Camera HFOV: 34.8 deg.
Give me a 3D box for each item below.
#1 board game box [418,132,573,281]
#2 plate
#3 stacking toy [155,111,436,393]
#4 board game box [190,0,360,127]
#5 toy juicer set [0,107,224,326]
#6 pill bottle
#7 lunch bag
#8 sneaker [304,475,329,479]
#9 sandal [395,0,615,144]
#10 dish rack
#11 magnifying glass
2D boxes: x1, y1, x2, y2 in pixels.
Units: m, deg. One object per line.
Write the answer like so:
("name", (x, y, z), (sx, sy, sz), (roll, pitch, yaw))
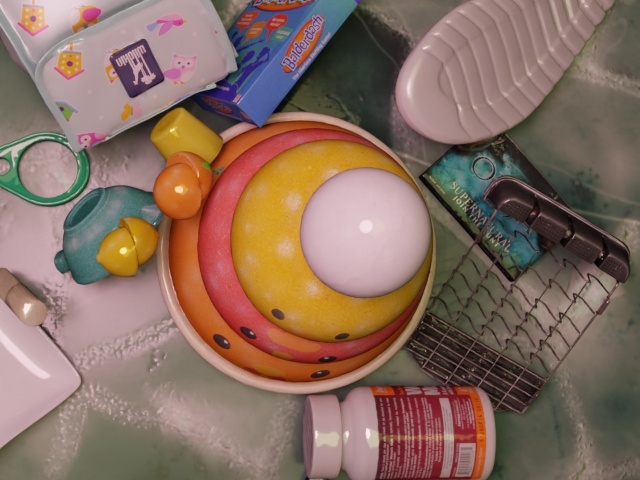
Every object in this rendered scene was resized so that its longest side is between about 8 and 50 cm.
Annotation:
("board game box", (0.236, -0.056, 1.342), (0.126, 0.026, 0.186), (-42, 93, -9))
("plate", (-0.468, 0.146, 1.177), (0.277, 0.045, 0.278), (-40, 93, -30))
("stacking toy", (0.000, 0.000, 1.073), (0.351, 0.480, 0.350), (1, 86, -8))
("board game box", (-0.060, -0.242, 1.243), (0.047, 0.160, 0.210), (43, 79, -33))
("toy juicer set", (-0.230, 0.009, 1.125), (0.329, 0.209, 0.089), (-40, 119, 7))
("pill bottle", (0.094, 0.239, 1.252), (0.221, 0.121, 0.121), (1, 86, -9))
("lunch bag", (-0.242, -0.253, 1.130), (0.223, 0.160, 0.262), (-30, 100, -10))
("sneaker", (-0.004, 0.346, 1.272), (0.069, 0.038, 0.098), (30, 83, -5))
("sandal", (0.246, -0.261, 1.328), (0.416, 0.102, 0.169), (-40, 108, -22))
("dish rack", (0.244, 0.079, 1.297), (0.208, 0.074, 0.271), (31, 106, -4))
("magnifying glass", (-0.400, -0.091, 1.251), (0.231, 0.026, 0.092), (3, 86, -10))
